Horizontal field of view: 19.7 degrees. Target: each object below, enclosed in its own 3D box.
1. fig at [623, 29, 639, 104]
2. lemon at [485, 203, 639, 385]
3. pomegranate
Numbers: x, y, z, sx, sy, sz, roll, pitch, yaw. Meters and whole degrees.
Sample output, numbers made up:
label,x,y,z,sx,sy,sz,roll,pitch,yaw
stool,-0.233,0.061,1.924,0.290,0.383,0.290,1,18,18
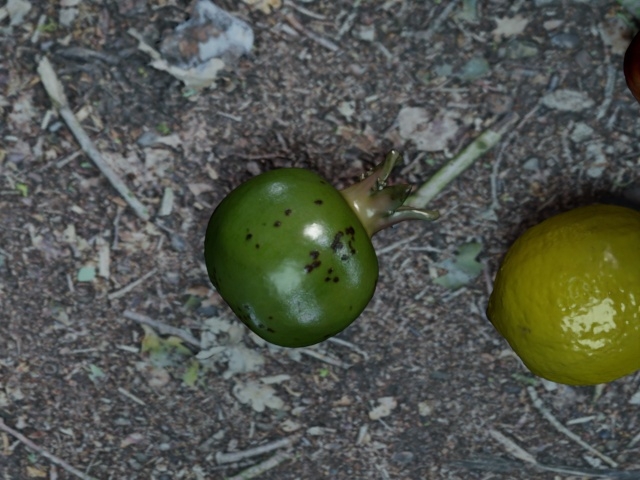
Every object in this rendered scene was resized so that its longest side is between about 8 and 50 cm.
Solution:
label,x,y,z,sx,sy,sz,roll,pitch,yaw
fig,0.341,-0.168,1.673,0.128,0.128,0.150,6,98,-3
lemon,0.266,0.053,1.804,0.193,0.180,0.180,-19,127,-11
pomegranate,0.000,0.000,1.783,0.224,0.181,0.181,-30,123,-4
